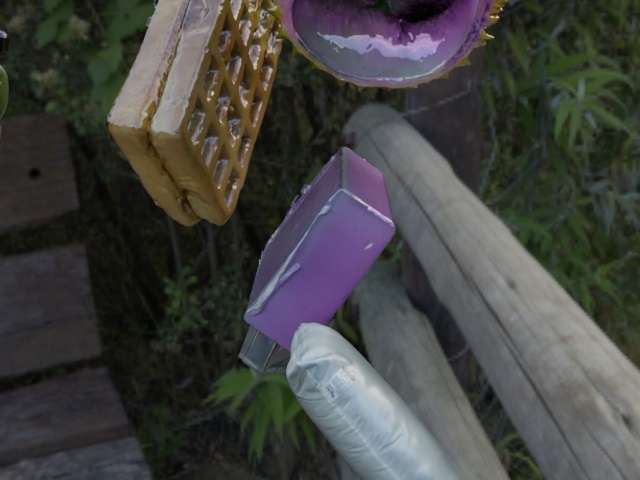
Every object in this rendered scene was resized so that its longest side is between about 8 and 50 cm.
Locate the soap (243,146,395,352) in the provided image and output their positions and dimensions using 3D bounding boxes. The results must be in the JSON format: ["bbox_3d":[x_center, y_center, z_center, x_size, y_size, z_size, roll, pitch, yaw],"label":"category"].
[{"bbox_3d":[0.002,0.001,1.045,0.081,0.181,0.259,35,12,-9],"label":"soap"}]

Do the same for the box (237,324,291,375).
[{"bbox_3d":[-0.065,0.144,1.242,0.060,0.063,0.085,32,10,28],"label":"box"}]

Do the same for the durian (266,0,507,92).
[{"bbox_3d":[0.080,-0.249,1.002,0.261,0.186,0.154,18,16,14],"label":"durian"}]

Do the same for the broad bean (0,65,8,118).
[{"bbox_3d":[-0.512,-0.181,1.182,0.207,0.153,0.072,1,29,-17],"label":"broad bean"}]

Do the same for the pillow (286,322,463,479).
[{"bbox_3d":[0.058,0.187,0.859,0.078,0.254,0.144,-39,5,-3],"label":"pillow"}]

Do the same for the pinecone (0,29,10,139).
[{"bbox_3d":[-0.265,-0.041,0.373,0.273,0.224,0.224,-8,21,10],"label":"pinecone"}]

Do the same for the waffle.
[{"bbox_3d":[-0.136,-0.203,1.117,0.098,0.224,0.327,8,62,16],"label":"waffle"}]
